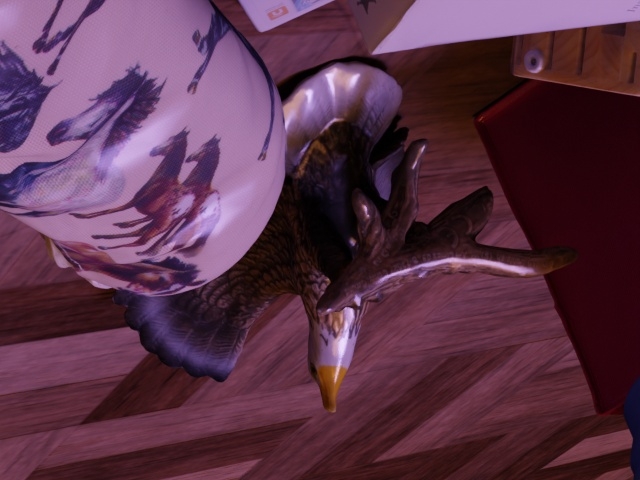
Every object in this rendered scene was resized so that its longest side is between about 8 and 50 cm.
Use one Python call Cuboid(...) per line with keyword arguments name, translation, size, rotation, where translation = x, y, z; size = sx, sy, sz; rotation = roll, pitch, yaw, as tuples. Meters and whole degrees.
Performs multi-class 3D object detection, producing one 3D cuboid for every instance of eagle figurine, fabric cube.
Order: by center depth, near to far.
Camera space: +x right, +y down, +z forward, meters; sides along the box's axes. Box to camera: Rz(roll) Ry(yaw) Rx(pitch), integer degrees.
Cuboid(name="eagle figurine", translation=(-0.004, 0.011, 1.417), size=(0.226, 0.225, 0.298), rotation=(34, 170, -21))
Cuboid(name="fabric cube", translation=(0.319, -0.031, 1.471), size=(0.254, 0.259, 0.258), rotation=(-32, 158, 30))

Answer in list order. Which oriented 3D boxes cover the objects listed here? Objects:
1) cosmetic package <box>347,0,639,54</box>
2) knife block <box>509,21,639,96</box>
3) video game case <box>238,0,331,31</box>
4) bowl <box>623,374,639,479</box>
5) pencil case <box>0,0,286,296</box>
Cuboid(name="cosmetic package", translation=(0.098, -0.211, 0.794), size=(0.225, 0.224, 0.138), rotation=(-11, 158, -29))
Cuboid(name="knife block", translation=(0.286, -0.124, 1.187), size=(0.276, 0.088, 0.242), rotation=(14, -168, 41))
Cuboid(name="video game case", translation=(0.033, -0.193, 1.084), size=(0.201, 0.023, 0.183), rotation=(-24, 161, 5))
Cuboid(name="bowl", translation=(0.388, 0.078, 1.339), size=(0.391, 0.077, 0.391), rotation=(-17, 159, -7))
Cuboid(name="pencil case", translation=(-0.142, -0.083, 0.972), size=(0.183, 0.160, 0.410), rotation=(-41, 159, 3))
